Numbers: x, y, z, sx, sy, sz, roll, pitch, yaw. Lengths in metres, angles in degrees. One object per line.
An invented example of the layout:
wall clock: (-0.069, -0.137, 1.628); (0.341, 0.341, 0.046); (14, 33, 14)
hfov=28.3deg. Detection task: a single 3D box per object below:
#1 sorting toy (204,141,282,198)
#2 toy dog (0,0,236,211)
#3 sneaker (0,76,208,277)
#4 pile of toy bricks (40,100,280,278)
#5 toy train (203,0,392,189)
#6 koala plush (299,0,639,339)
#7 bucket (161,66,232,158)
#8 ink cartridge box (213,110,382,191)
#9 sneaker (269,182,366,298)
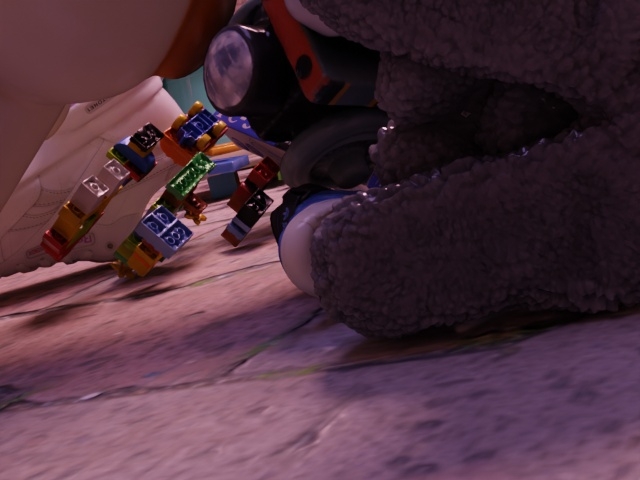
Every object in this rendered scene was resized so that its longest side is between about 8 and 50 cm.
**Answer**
sorting toy: (-0.082, -0.085, 1.465); (0.195, 0.047, 0.348); (-10, 9, -1)
toy dog: (-0.259, -0.120, 0.777); (0.408, 0.284, 0.395); (-41, 32, 7)
sneaker: (-0.226, -0.013, 1.034); (0.305, 0.152, 0.114); (-38, 20, -5)
pile of toy bricks: (-0.122, -0.016, 0.963); (0.105, 0.118, 0.212); (-49, 0, 32)
toy train: (0.091, -0.126, 0.786); (0.333, 0.142, 0.190); (-1, -33, -40)
koala plush: (0.112, -0.068, 0.600); (0.203, 0.196, 0.221); (0, 11, 15)
bucket: (-0.098, -0.209, 1.829); (0.281, 0.183, 0.281); (-15, 8, 2)
ink cartridge box: (0.009, -0.097, 1.004); (0.207, 0.046, 0.097); (27, 78, 48)
sneaker: (0.000, 0.001, 0.690); (0.084, 0.058, 0.152); (-2, 9, 31)
